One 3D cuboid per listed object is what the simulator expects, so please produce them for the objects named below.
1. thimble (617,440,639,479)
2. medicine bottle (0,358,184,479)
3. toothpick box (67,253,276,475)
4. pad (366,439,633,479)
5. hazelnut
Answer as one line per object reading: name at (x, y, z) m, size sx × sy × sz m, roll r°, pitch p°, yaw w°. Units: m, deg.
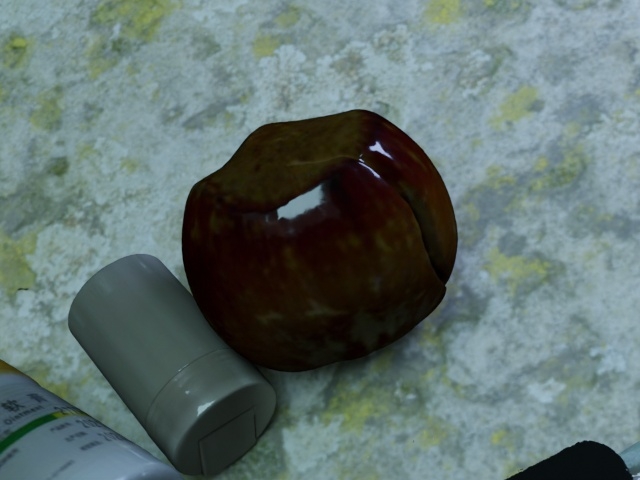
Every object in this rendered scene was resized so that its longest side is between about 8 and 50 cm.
thimble at (0.273, 0.254, 0.959) m, size 0.185 × 0.149 × 0.211 m, roll -30°, pitch 61°, yaw 1°
medicine bottle at (-0.261, 0.236, 1.086) m, size 0.231 × 0.238 × 0.238 m, roll 25°, pitch 76°, yaw 25°
toothpick box at (-0.132, 0.108, 1.175) m, size 0.111 × 0.111 × 0.181 m, roll -42°, pitch 60°, yaw -4°
pad at (0.128, 0.281, 0.959) m, size 0.375 × 0.063 × 0.315 m, roll -39°, pitch 52°, yaw 46°
hazelnut at (0.000, 0.000, 1.143) m, size 0.233 × 0.218 × 0.218 m, roll -22°, pitch 62°, yaw 0°
